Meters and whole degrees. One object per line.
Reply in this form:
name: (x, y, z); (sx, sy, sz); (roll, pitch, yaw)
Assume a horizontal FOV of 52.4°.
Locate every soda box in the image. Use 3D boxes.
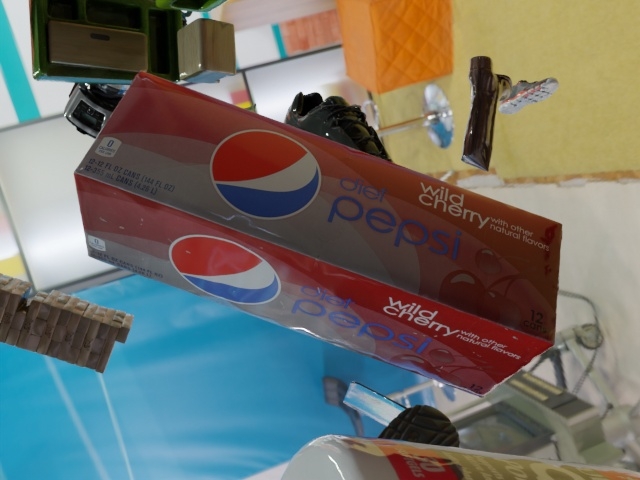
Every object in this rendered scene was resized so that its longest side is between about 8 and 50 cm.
soda box: (0.000, 0.000, 0.383); (0.092, 0.263, 0.084); (113, 175, -55)

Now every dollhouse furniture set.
dollhouse furniture set: (-0.175, -0.113, 0.630); (0.197, 0.151, 0.302); (0, 93, 54)

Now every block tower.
block tower: (-0.501, 0.129, 1.120); (0.091, 0.335, 0.097); (-137, 67, -74)

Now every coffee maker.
coffee maker: (-0.260, -0.241, 0.905); (0.120, 0.171, 0.178); (48, 128, 10)

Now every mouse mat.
mouse mat: (0.106, 0.257, 0.949); (0.152, 0.007, 0.190); (26, 158, 9)

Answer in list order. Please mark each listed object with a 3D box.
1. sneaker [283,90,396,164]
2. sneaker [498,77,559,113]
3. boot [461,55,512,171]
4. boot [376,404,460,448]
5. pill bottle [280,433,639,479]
sneaker: (0.031, -0.114, 0.846); (0.286, 0.109, 0.130); (34, 120, 41)
sneaker: (0.474, -0.350, 1.503); (0.157, 0.061, 0.065); (-21, 62, 50)
boot: (0.176, -0.122, 0.688); (0.106, 0.037, 0.114); (14, -103, -56)
boot: (0.041, 0.369, 0.824); (0.118, 0.338, 0.223); (49, 156, 33)
pill bottle: (0.134, 0.222, 0.390); (0.176, 0.318, 0.177); (-168, 90, -71)
